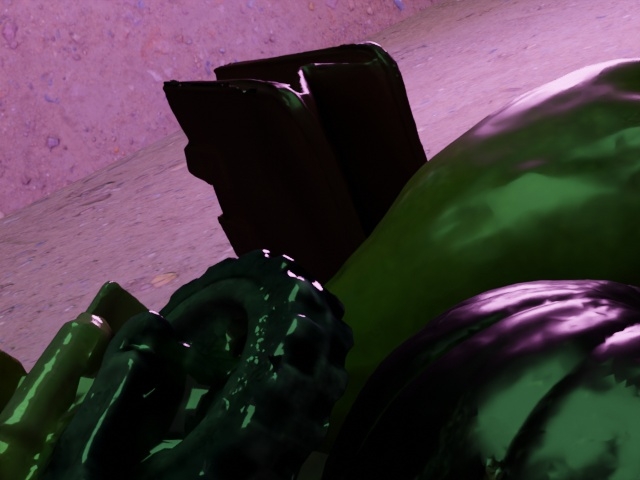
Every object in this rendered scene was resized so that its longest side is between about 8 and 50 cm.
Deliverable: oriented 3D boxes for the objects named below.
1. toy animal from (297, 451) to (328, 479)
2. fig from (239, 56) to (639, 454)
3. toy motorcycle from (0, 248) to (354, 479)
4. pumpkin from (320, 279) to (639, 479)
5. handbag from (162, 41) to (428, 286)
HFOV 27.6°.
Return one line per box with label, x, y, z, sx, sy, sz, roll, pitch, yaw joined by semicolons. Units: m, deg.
toy animal;-0.078;0.116;0.813;0.178;0.127;0.193;-30;18;-23
fig;0.094;0.032;0.667;0.314;0.233;0.233;-9;18;21
toy motorcycle;-0.131;0.181;0.474;0.237;0.169;0.410;-9;46;49
pumpkin;0.123;0.094;0.435;0.250;0.216;0.250;11;11;-2
handbag;0.001;-0.001;0.867;0.084;0.260;0.275;-28;14;-18
